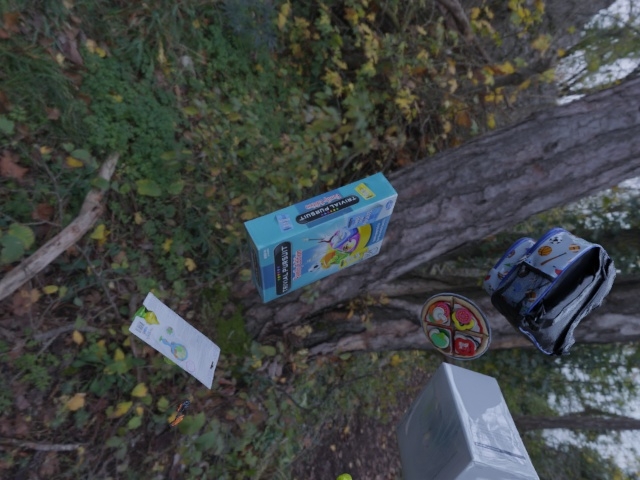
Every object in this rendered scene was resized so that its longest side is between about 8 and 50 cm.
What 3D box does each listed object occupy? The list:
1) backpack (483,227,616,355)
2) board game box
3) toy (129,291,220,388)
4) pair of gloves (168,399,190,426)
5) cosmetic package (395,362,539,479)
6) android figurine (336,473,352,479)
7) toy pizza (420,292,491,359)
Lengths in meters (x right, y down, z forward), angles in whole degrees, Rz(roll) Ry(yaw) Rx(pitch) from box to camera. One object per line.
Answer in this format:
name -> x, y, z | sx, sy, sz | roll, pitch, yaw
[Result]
backpack -> 0.547, 0.108, 1.040 | 0.276, 0.263, 0.213 | 37, 11, -43
board game box -> 0.000, 0.000, 1.036 | 0.079, 0.336, 0.253 | 58, -20, 28
toy -> -0.349, 0.246, 1.038 | 0.237, 0.056, 0.137 | 50, 18, -24
pair of gloves -> -0.430, 0.527, 1.336 | 0.083, 0.010, 0.074 | -64, 167, 1
cosmetic package -> 0.268, 0.412, 0.867 | 0.224, 0.138, 0.224 | -86, -162, -61
android figurine -> 0.076, 0.898, 1.415 | 0.273, 0.056, 0.248 | 53, 36, -63
toy pizza -> 0.362, 0.240, 1.199 | 0.032, 0.201, 0.201 | -26, 106, -47
